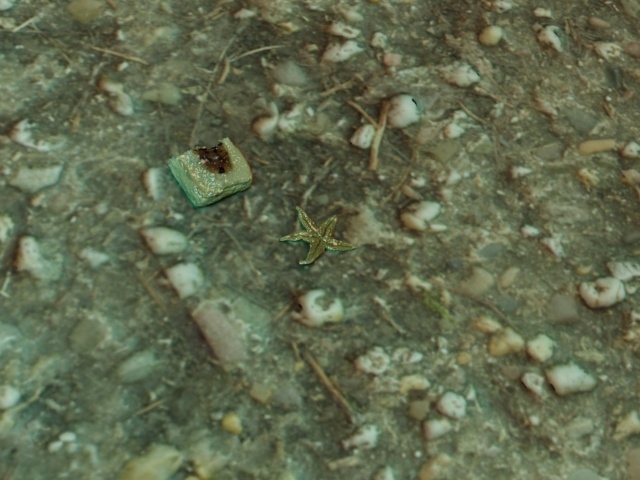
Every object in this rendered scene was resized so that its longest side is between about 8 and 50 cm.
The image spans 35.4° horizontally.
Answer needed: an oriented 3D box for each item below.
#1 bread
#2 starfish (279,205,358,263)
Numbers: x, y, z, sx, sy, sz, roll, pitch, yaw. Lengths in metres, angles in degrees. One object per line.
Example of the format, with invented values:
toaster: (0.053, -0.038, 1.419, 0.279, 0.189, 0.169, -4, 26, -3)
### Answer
bread: (-0.123, -0.078, 1.145, 0.083, 0.035, 0.070, -19, 67, -32)
starfish: (0.000, 0.000, 1.150, 0.086, 0.016, 0.092, 26, 47, 0)
